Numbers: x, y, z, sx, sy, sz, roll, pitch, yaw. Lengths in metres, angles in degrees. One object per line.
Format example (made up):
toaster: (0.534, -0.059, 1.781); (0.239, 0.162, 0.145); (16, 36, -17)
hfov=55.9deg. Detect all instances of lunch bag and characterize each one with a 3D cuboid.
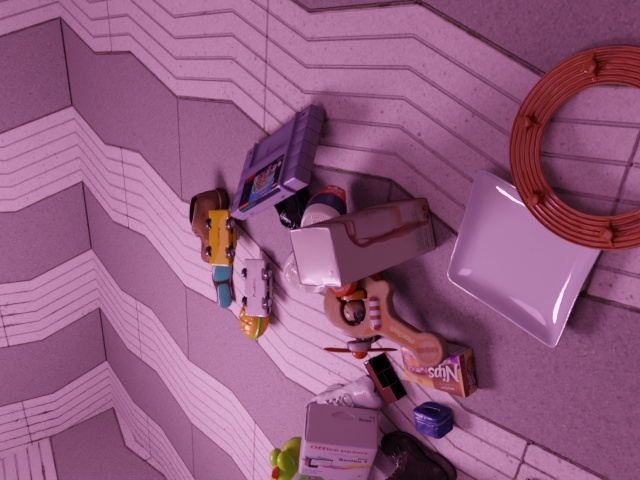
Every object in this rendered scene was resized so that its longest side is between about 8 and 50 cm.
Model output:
lunch bag: (0.283, 0.445, 1.510); (0.098, 0.067, 0.065); (3, 109, 50)

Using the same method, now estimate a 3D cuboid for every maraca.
maraca: (-0.223, 0.241, 2.025); (0.127, 0.099, 0.185); (-26, 62, 57)

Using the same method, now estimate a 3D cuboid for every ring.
ring: (0.463, -0.146, 0.995); (0.337, 0.032, 0.336); (13, 109, 44)

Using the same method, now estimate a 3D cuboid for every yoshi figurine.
yoshi figurine: (-0.062, 0.822, 2.080); (0.203, 0.204, 0.362); (-94, -11, -61)

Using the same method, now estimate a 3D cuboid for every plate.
plate: (0.396, 0.029, 1.190); (0.278, 0.045, 0.277); (36, 132, 36)

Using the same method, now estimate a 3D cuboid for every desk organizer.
desk organizer: (0.175, 0.372, 1.628); (0.050, 0.047, 0.130); (-41, 74, 49)

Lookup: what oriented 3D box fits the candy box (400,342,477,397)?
candy box: (0.282, 0.300, 1.455); (0.187, 0.053, 0.109); (6, 111, 52)

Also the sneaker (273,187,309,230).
sneaker: (-0.051, -0.045, 1.664); (0.267, 0.106, 0.101); (53, 139, 18)

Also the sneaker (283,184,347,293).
sneaker: (0.000, 0.000, 1.551); (0.131, 0.148, 0.350); (23, 140, 0)

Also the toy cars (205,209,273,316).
toy cars: (-0.254, 0.069, 1.979); (0.176, 0.087, 0.393); (-43, 75, 23)

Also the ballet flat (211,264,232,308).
ballet flat: (-0.356, 0.137, 2.165); (0.079, 0.077, 0.221); (-134, 38, -57)

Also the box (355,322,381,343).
box: (0.133, 0.235, 1.600); (0.052, 0.062, 0.083); (48, 138, 24)

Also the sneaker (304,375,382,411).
sneaker: (0.067, 0.472, 1.741); (0.297, 0.129, 0.110); (-35, 76, 51)

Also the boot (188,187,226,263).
boot: (-0.404, -0.042, 2.085); (0.112, 0.115, 0.305); (46, 137, 39)

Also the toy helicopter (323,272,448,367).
toy helicopter: (0.145, 0.213, 1.467); (0.355, 0.140, 0.234); (28, 105, 34)

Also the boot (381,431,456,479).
boot: (0.196, 0.612, 1.562); (0.263, 0.229, 0.091); (13, 116, 48)

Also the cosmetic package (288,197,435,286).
cosmetic package: (0.097, 0.000, 1.337); (0.153, 0.296, 0.129); (-2, 103, 51)

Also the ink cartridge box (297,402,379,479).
ink cartridge box: (0.046, 0.588, 1.714); (0.278, 0.202, 0.117); (97, 179, -46)

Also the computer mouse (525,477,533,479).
computer mouse: (0.510, 0.629, 1.335); (0.193, 0.042, 0.106); (42, 134, 32)

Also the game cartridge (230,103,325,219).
game cartridge: (-0.126, -0.198, 1.619); (0.355, 0.068, 0.230); (-22, 46, 53)
